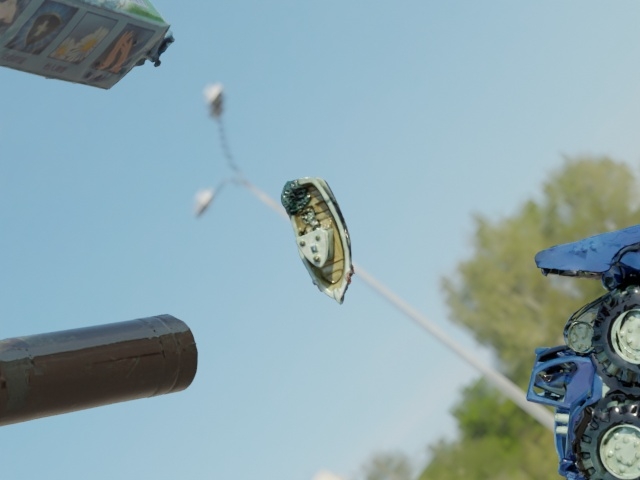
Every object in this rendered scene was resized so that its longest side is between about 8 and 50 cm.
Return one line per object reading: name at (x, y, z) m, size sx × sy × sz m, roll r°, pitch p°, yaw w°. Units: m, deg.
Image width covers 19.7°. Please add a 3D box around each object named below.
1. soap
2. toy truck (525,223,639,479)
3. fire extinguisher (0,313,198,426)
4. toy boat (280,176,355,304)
soap at (-0.207, -0.181, 1.190) m, size 0.077 × 0.156 × 0.293 m, roll -44°, pitch -15°, yaw 15°
toy truck at (0.211, 0.067, 1.260) m, size 0.113 × 0.126 × 0.208 m, roll 7°, pitch -86°, yaw -61°
fire extinguisher at (-0.232, 0.105, 1.542) m, size 0.267 × 0.089 × 0.072 m, roll -8°, pitch -37°, yaw -42°
toy boat at (0.000, 0.000, 1.146) m, size 0.038 × 0.083 × 0.038 m, roll -20°, pitch 3°, yaw 1°
